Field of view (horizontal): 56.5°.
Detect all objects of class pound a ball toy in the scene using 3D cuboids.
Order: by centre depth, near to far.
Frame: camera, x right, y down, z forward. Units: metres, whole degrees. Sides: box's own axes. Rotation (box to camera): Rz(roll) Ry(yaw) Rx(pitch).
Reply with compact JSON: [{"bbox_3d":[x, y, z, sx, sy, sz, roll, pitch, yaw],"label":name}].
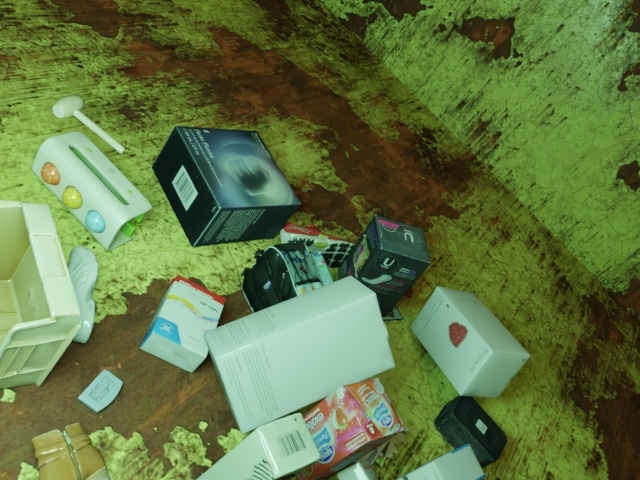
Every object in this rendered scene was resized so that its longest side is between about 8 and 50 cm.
[{"bbox_3d":[-0.550,-0.156,1.399,0.319,0.208,0.136,46,36,4],"label":"pound a ball toy"}]

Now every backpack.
[{"bbox_3d":[-0.070,0.156,1.506,0.191,0.225,0.254,-1,57,-36],"label":"backpack"}]

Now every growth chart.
[{"bbox_3d":[0.128,0.486,1.517,0.172,0.021,0.237,51,37,12],"label":"growth chart"}]

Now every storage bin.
[{"bbox_3d":[-0.562,0.104,1.085,0.123,0.260,0.262,2,51,-46],"label":"storage bin"},{"bbox_3d":[0.424,0.537,1.681,0.180,0.084,0.122,47,36,9],"label":"storage bin"}]

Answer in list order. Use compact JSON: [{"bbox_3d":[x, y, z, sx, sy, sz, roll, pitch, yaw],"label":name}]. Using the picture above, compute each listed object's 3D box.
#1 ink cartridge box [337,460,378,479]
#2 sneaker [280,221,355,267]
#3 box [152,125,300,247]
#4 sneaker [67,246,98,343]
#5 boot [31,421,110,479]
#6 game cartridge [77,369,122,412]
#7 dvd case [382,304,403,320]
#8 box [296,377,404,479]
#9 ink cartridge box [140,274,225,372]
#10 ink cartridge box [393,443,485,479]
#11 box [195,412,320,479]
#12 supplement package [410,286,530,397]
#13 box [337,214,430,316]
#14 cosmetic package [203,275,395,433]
[{"bbox_3d":[0.107,0.576,1.333,0.150,0.063,0.109,61,4,24],"label":"ink cartridge box"},{"bbox_3d":[0.000,0.000,1.832,0.279,0.107,0.118,16,34,-34],"label":"sneaker"},{"bbox_3d":[-0.264,-0.158,1.685,0.294,0.183,0.296,-7,58,-47],"label":"box"},{"bbox_3d":[-0.535,0.102,1.254,0.115,0.090,0.232,11,45,-30],"label":"sneaker"},{"bbox_3d":[-0.466,0.407,1.022,0.152,0.073,0.197,56,27,17],"label":"boot"},{"bbox_3d":[-0.438,0.304,1.195,0.056,0.017,0.083,36,37,-1],"label":"game cartridge"},{"bbox_3d":[0.199,0.213,1.865,0.119,0.013,0.087,5,50,-40],"label":"dvd case"},{"bbox_3d":[0.041,0.421,1.305,0.122,0.257,0.128,0,53,-44],"label":"box"},{"bbox_3d":[-0.310,0.174,1.389,0.134,0.078,0.231,30,38,-16],"label":"ink cartridge box"},{"bbox_3d":[0.259,0.570,1.399,0.148,0.203,0.086,-4,58,-44],"label":"ink cartridge box"},{"bbox_3d":[-0.127,0.435,1.124,0.113,0.275,0.094,-5,57,-44],"label":"box"},{"bbox_3d":[0.443,0.303,1.792,0.175,0.178,0.293,13,27,-34],"label":"supplement package"},{"bbox_3d":[0.178,0.079,1.751,0.165,0.270,0.143,16,43,-19],"label":"box"},{"bbox_3d":[-0.044,0.240,1.302,0.365,0.197,0.155,-19,19,-16],"label":"cosmetic package"}]
